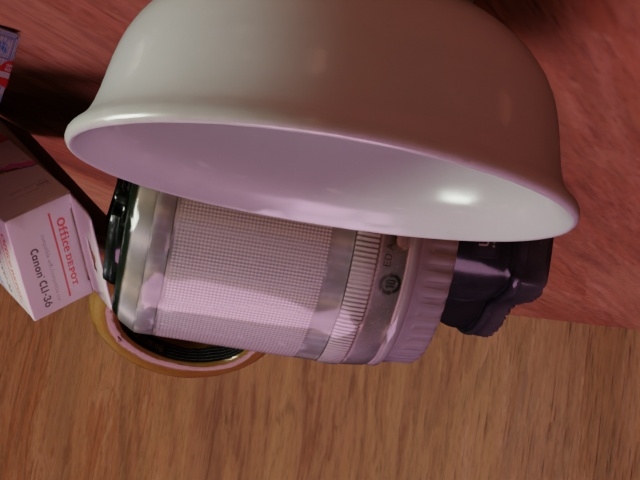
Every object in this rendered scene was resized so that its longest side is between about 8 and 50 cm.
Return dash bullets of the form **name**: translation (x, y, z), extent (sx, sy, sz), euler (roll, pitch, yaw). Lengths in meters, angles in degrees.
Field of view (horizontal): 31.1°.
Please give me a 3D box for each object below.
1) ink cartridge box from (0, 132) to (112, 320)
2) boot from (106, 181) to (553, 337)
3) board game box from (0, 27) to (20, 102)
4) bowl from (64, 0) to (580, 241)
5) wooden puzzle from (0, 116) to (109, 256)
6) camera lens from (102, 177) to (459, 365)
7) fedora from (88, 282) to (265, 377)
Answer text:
- **ink cartridge box**: translation (-0.271, -0.010, 1.049), extent (0.067, 0.115, 0.198), euler (-29, -138, -27)
- **boot**: translation (0.000, -0.001, 1.305), extent (0.445, 0.146, 0.367), euler (6, 165, -3)
- **board game box**: translation (-0.316, -0.098, 0.958), extent (0.060, 0.194, 0.194), euler (14, 157, -31)
- **bowl**: translation (0.009, -0.091, 0.670), extent (0.298, 0.134, 0.298), euler (8, 173, 1)
- **wooden puzzle**: translation (-0.287, -0.053, 1.218), extent (0.221, 0.044, 0.238), euler (46, 176, 11)
- **camera lens**: translation (-0.039, -0.013, 0.988), extent (0.274, 0.219, 0.219), euler (10, 173, -8)
- **fedora**: translation (-0.133, 0.060, 1.164), extent (0.194, 0.079, 0.194), euler (1, 136, 1)
